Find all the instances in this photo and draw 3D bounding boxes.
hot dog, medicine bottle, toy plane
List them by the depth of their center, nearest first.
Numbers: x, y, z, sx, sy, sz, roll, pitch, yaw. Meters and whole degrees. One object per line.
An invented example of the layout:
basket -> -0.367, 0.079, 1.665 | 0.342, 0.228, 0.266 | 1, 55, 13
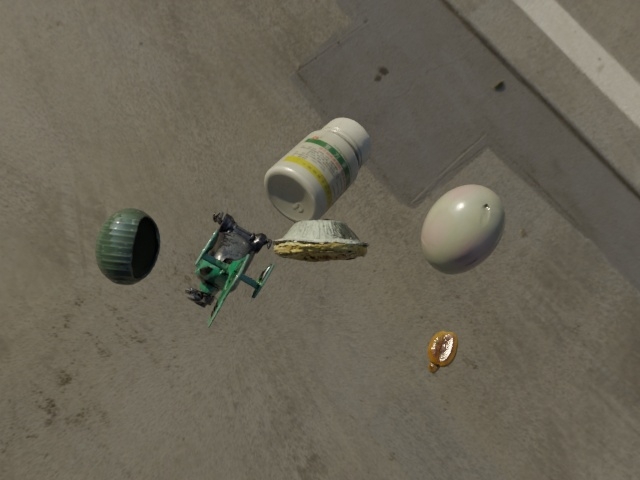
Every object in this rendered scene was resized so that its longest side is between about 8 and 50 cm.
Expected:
toy plane -> -0.148, 0.042, 0.733 | 0.107, 0.382, 0.155 | 31, 79, -15
medicine bottle -> 0.004, -0.225, 1.464 | 0.208, 0.208, 0.339 | 41, 56, 0
hot dog -> 0.388, 0.357, 1.508 | 0.090, 0.060, 0.140 | 12, 62, 17

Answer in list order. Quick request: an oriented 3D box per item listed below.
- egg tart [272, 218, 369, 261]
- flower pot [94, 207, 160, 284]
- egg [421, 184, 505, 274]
egg tart -> 0.000, 0.000, 1.130 | 0.235, 0.234, 0.094 | 3, 82, -9
flower pot -> -0.605, 0.018, 1.480 | 0.157, 0.189, 0.242 | 9, 85, 24
egg -> 0.196, -0.014, 0.658 | 0.103, 0.103, 0.134 | 27, 113, -4
